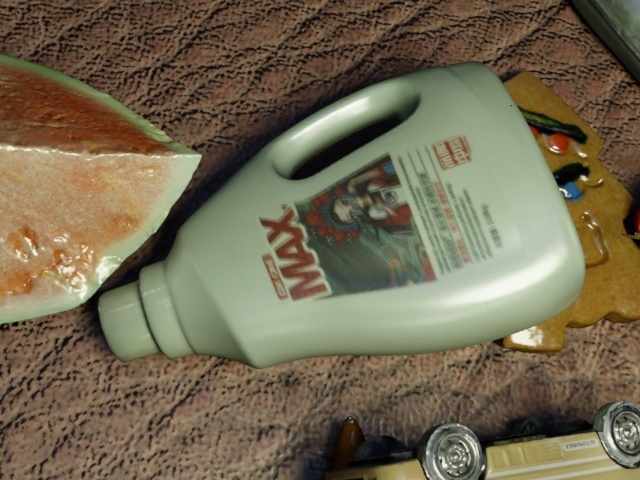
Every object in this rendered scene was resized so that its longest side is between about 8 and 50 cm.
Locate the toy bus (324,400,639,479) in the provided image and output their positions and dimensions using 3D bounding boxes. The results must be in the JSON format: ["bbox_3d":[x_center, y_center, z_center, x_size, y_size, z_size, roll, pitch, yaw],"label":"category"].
[{"bbox_3d":[0.156,0.222,0.712,0.289,0.139,0.157,-1,74,-26],"label":"toy bus"}]

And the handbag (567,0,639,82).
[{"bbox_3d":[0.362,-0.303,0.991,0.191,0.075,0.332,-34,82,-14],"label":"handbag"}]

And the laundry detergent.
[{"bbox_3d":[0.000,0.000,0.787,0.397,0.125,0.264,-18,66,0],"label":"laundry detergent"}]

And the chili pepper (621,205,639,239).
[{"bbox_3d":[0.350,-0.017,0.855,0.192,0.084,0.086,-10,44,-35],"label":"chili pepper"}]

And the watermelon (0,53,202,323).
[{"bbox_3d":[-0.258,-0.047,0.763,0.260,0.176,0.256,11,76,-28],"label":"watermelon"}]

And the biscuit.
[{"bbox_3d":[0.202,-0.038,0.885,0.278,0.043,0.302,2,71,-7],"label":"biscuit"}]

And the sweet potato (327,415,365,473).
[{"bbox_3d":[0.026,0.282,0.744,0.057,0.057,0.265,3,74,-7],"label":"sweet potato"}]
